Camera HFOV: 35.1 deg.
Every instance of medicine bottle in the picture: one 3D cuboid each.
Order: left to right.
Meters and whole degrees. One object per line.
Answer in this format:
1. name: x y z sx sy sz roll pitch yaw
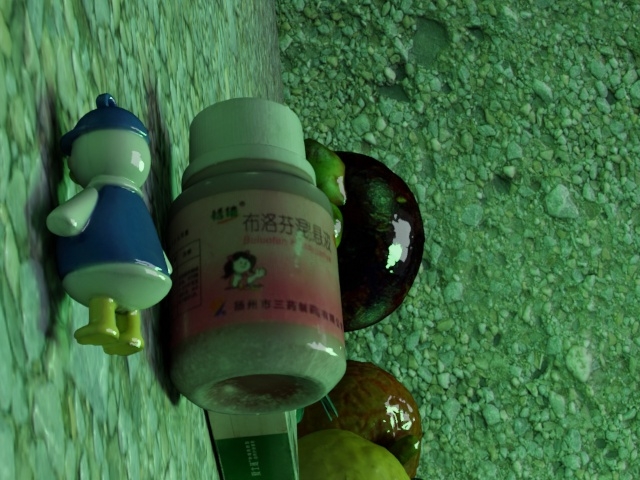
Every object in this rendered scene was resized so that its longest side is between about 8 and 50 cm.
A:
1. medicine bottle: -0.057 0.010 0.836 0.147 0.147 0.247 82 3 -64

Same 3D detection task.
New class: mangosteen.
1. mangosteen: 0.017 0.000 1.581 0.311 0.311 0.311 -6 90 -89

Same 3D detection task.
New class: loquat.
1. loquat: 0.014 0.328 1.200 0.208 0.208 0.208 -6 90 -89

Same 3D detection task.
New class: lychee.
1. lychee: 0.037 0.305 1.490 0.300 0.255 0.255 10 -73 64

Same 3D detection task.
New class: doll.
1. doll: -0.109 -0.013 0.525 0.099 0.058 0.142 34 45 -61

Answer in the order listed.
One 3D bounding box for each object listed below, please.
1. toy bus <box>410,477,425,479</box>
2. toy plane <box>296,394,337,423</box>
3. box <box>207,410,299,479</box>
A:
1. toy bus: 0.135 0.440 1.250 0.128 0.147 0.256 51 55 -33
2. toy plane: -0.059 0.159 1.241 0.060 0.096 0.235 -98 163 -51
3. box: -0.069 0.158 1.031 0.135 0.081 0.199 -95 -179 -53
